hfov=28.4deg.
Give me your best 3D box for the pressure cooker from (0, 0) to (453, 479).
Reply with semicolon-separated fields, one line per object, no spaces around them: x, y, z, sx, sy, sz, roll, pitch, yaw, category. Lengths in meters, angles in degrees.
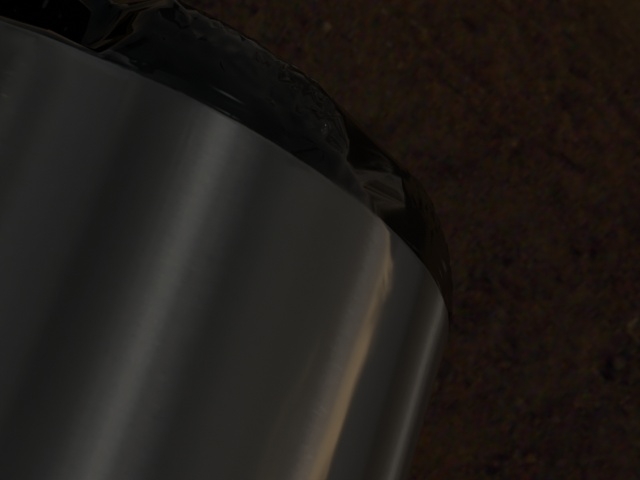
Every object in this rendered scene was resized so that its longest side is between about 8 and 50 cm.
-0.169;0.137;0.498;0.376;0.370;0.420;22;68;-12;pressure cooker
